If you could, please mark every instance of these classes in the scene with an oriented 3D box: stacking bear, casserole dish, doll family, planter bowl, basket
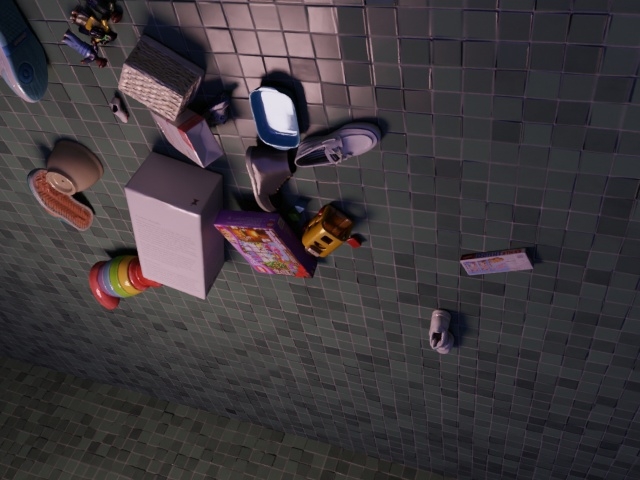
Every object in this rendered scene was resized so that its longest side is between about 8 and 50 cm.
[{"bbox_3d":[-0.665,0.125,2.260,0.289,0.175,0.164,-11,140,26],"label":"stacking bear"},{"bbox_3d":[-0.102,-0.295,1.494,0.114,0.037,0.188,11,143,17],"label":"casserole dish"},{"bbox_3d":[-0.523,-0.481,1.462,0.111,0.076,0.193,32,149,-19],"label":"doll family"},{"bbox_3d":[-0.756,-0.207,1.908,0.162,0.109,0.162,14,144,11],"label":"planter bowl"},{"bbox_3d":[-0.376,-0.376,1.482,0.167,0.103,0.113,29,145,-10],"label":"basket"}]

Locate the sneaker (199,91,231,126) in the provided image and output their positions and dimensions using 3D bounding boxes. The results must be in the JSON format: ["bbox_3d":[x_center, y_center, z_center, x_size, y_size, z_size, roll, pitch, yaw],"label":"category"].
[{"bbox_3d":[-0.246,-0.316,1.543,0.058,0.052,0.135,33,153,-25],"label":"sneaker"}]

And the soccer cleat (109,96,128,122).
[{"bbox_3d":[-0.535,-0.341,1.673,0.029,0.036,0.083,12,143,15],"label":"soccer cleat"}]

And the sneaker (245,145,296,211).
[{"bbox_3d":[-0.111,-0.152,1.646,0.118,0.083,0.222,3,143,17],"label":"sneaker"}]

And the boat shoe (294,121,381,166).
[{"bbox_3d":[0.039,-0.212,1.489,0.226,0.076,0.083,-11,133,38],"label":"boat shoe"}]

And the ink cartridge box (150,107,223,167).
[{"bbox_3d":[-0.339,-0.274,1.585,0.198,0.067,0.115,34,157,42],"label":"ink cartridge box"}]

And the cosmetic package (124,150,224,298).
[{"bbox_3d":[-0.424,-0.032,1.905,0.230,0.161,0.453,20,145,5],"label":"cosmetic package"}]

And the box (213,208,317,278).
[{"bbox_3d":[-0.155,0.014,1.854,0.201,0.057,0.293,5,152,28],"label":"box"}]

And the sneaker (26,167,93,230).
[{"bbox_3d":[-0.863,-0.135,2.039,0.121,0.108,0.302,19,156,23],"label":"sneaker"}]

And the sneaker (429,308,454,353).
[{"bbox_3d":[0.367,0.308,1.964,0.080,0.094,0.212,6,141,21],"label":"sneaker"}]

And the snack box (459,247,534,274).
[{"bbox_3d":[0.459,0.056,1.649,0.178,0.022,0.064,-9,135,37],"label":"snack box"}]

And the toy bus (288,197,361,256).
[{"bbox_3d":[0.001,-0.008,1.750,0.191,0.104,0.202,5,141,24],"label":"toy bus"}]

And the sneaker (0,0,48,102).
[{"bbox_3d":[-0.825,-0.493,1.568,0.208,0.127,0.319,5,131,21],"label":"sneaker"}]
